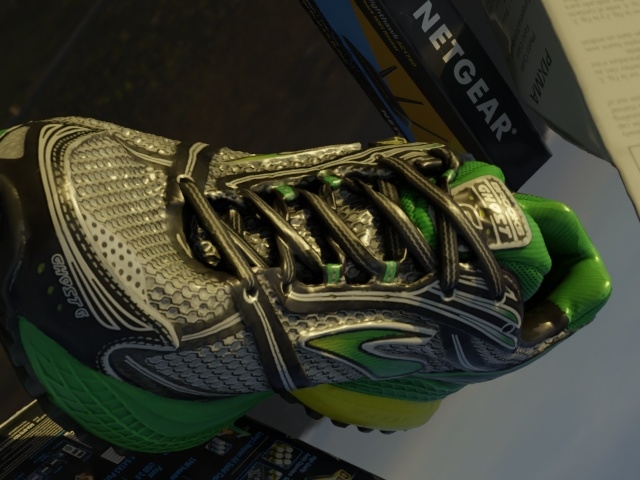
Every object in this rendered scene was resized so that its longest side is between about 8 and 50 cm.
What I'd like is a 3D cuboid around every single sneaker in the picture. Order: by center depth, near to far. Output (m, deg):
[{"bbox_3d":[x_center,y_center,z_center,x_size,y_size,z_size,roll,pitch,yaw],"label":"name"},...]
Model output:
[{"bbox_3d":[0.000,0.000,0.554,0.146,0.134,0.343,-30,160,31],"label":"sneaker"}]

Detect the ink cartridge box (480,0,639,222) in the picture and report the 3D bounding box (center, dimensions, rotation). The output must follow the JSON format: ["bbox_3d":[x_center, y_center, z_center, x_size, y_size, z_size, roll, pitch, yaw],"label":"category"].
[{"bbox_3d":[0.295,-0.101,0.869,0.308,0.385,0.091,-10,151,-11],"label":"ink cartridge box"}]

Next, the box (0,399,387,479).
[{"bbox_3d":[-0.085,0.143,0.603,0.220,0.175,0.051,-41,150,-60],"label":"box"}]

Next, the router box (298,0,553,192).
[{"bbox_3d":[0.067,-0.119,0.929,0.046,0.179,0.133,-44,-155,-11],"label":"router box"}]
